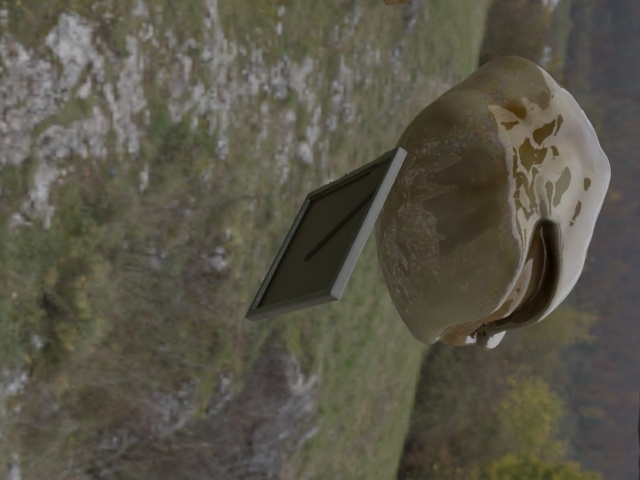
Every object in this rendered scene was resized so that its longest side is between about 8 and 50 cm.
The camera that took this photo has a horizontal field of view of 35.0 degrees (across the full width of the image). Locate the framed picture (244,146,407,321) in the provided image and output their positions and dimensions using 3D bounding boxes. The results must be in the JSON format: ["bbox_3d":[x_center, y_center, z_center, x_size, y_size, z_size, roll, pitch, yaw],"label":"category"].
[{"bbox_3d":[0.000,0.000,1.139,0.250,0.016,0.184,-23,-142,63],"label":"framed picture"}]

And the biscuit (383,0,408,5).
[{"bbox_3d":[0.168,-0.325,1.075,0.224,0.144,0.033,-41,112,-18],"label":"biscuit"}]

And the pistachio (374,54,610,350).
[{"bbox_3d":[0.223,-0.039,1.400,0.365,0.281,0.445,-105,-156,-44],"label":"pistachio"}]

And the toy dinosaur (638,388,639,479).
[{"bbox_3d":[0.158,0.051,0.294,0.076,0.129,0.383,47,48,-75],"label":"toy dinosaur"}]
